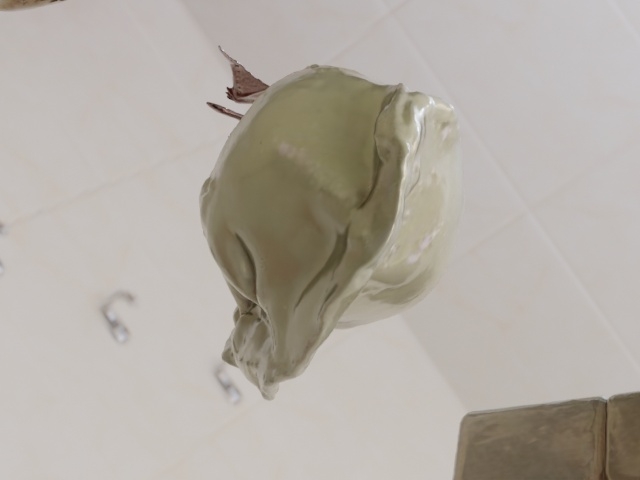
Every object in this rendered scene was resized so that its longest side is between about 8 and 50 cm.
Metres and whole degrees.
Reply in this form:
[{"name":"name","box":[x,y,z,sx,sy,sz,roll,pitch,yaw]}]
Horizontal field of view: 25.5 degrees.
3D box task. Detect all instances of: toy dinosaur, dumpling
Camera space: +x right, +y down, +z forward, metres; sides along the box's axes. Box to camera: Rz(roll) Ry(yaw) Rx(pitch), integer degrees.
[{"name":"toy dinosaur","box":[-0.016,-0.087,1.083,0.108,0.220,0.032,-1,-122,29]},{"name":"dumpling","box":[0.000,0.000,0.802,0.193,0.147,0.258,-65,-170,-22]}]

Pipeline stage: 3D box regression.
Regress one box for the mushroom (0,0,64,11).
[{"name":"mushroom","box":[-0.194,-0.133,0.532,0.148,0.227,0.217,-5,152,-44]}]

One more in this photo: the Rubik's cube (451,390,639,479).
[{"name":"Rubik's cube","box":[0.264,0.298,0.869,0.316,0.321,0.318,-9,-137,23]}]
